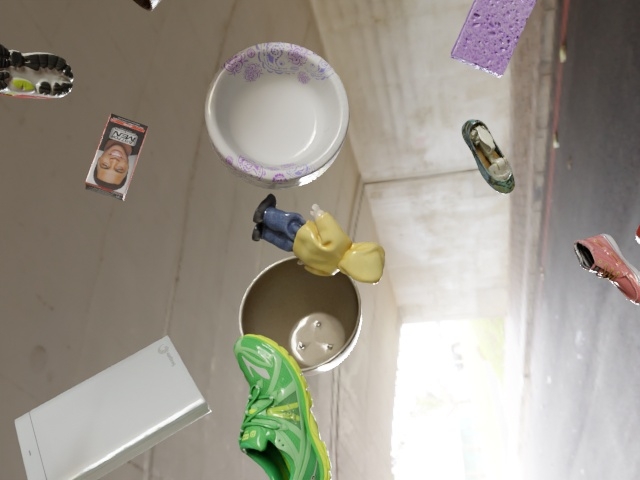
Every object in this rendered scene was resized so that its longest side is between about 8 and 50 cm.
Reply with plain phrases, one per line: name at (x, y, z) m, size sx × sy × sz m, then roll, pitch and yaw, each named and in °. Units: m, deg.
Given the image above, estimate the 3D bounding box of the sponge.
sponge at (0.362, -0.454, 1.368) m, size 0.031 × 0.117 × 0.210 m, roll -107°, pitch 39°, yaw -82°

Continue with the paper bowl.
paper bowl at (-0.088, -0.243, 1.358) m, size 0.148 × 0.285 × 0.284 m, roll 124°, pitch 142°, yaw -80°

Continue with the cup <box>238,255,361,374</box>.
cup at (-0.032, 0.239, 1.839) m, size 0.237 × 0.332 × 0.330 m, roll 66°, pitch -159°, yaw -58°

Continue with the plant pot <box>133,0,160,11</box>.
plant pot at (-0.272, -0.548, 1.122) m, size 0.215 × 0.230 × 0.215 m, roll 45°, pitch 171°, yaw 9°

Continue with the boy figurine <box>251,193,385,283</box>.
boy figurine at (0.000, 0.000, 1.352) m, size 0.177 × 0.285 × 0.092 m, roll 97°, pitch -160°, yaw -46°

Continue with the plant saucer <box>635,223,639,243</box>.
plant saucer at (0.741, -0.052, 1.299) m, size 0.259 × 0.048 × 0.258 m, roll -120°, pitch 40°, yaw -56°

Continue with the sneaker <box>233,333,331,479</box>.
sneaker at (-0.079, 0.292, 1.097) m, size 0.124 × 0.109 × 0.295 m, roll -12°, pitch -108°, yaw -40°

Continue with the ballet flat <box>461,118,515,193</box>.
ballet flat at (0.376, -0.186, 1.473) m, size 0.188 × 0.070 × 0.070 m, roll 55°, pitch -166°, yaw -2°

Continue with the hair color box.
hair color box at (-0.368, -0.151, 1.204) m, size 0.043 × 0.072 × 0.141 m, roll 145°, pitch 140°, yaw -66°

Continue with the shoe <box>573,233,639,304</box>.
shoe at (0.608, 0.065, 1.401) m, size 0.063 × 0.081 × 0.177 m, roll 105°, pitch 149°, yaw -51°

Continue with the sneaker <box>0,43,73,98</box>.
sneaker at (-0.612, -0.309, 1.245) m, size 0.279 × 0.118 × 0.107 m, roll 6°, pitch -97°, yaw -46°

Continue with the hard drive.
hard drive at (-0.426, 0.356, 1.354) m, size 0.233 × 0.353 × 0.047 m, roll 44°, pitch 156°, yaw 47°
